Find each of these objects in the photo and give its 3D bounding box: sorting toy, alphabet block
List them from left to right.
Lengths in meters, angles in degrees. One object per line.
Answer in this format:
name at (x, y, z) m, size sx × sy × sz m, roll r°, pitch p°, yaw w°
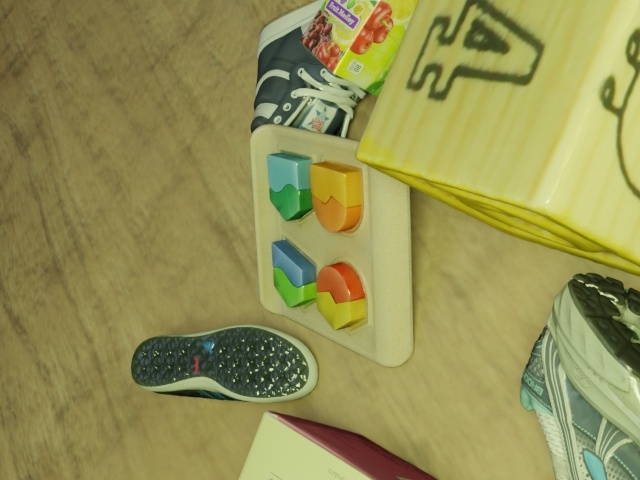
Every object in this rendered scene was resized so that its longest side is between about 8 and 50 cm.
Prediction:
sorting toy at (0.000, 0.000, 0.903) m, size 0.208 × 0.038 × 0.193 m, roll 17°, pitch 114°, yaw 51°
alphabet block at (0.174, -0.099, 0.686) m, size 0.193 × 0.192 × 0.197 m, roll 22°, pitch 90°, yaw 54°

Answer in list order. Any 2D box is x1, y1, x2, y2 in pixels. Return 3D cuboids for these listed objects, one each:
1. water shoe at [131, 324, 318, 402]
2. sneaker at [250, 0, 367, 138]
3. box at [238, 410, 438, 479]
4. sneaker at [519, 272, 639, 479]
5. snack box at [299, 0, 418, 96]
water shoe at (-0.087, 0.123, 0.991) m, size 0.203 × 0.080 × 0.073 m, roll 2°, pitch 75°, yaw 25°
sneaker at (0.029, -0.171, 0.969) m, size 0.282 × 0.099 × 0.153 m, roll -20°, pitch 55°, yaw 50°
box at (0.014, 0.284, 0.747) m, size 0.213 × 0.117 × 0.243 m, roll 18°, pitch 86°, yaw 52°
sneaker at (0.210, 0.156, 0.609) m, size 0.122 × 0.110 × 0.283 m, roll -64°, pitch 31°, yaw 35°
snack box at (0.111, -0.203, 0.824) m, size 0.207 × 0.174 × 0.070 m, roll -55°, pitch 42°, yaw 15°
